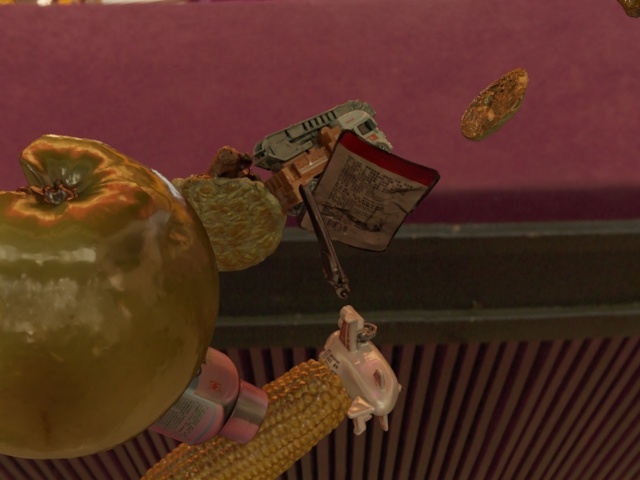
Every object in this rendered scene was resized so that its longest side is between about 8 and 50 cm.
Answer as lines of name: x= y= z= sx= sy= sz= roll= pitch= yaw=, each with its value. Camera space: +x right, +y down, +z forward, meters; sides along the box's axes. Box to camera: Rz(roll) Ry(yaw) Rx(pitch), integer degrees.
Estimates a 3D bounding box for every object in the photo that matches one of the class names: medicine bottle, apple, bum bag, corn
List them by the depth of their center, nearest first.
apple: x=-0.221 y=0.059 z=0.679 sx=0.234 sy=0.257 sz=0.295 roll=28 pitch=42 yaw=18
bum bag: x=0.000 y=0.000 z=0.955 sx=0.026 sy=0.109 sz=0.159 roll=-21 pitch=92 yaw=-3
medicine bottle: x=-0.170 y=0.202 z=0.967 sx=0.188 sy=0.094 sz=0.119 roll=29 pitch=22 yaw=-21
corn: x=-0.125 y=0.337 z=1.142 sx=0.387 sy=0.144 sz=0.144 roll=-35 pitch=58 yaw=-8

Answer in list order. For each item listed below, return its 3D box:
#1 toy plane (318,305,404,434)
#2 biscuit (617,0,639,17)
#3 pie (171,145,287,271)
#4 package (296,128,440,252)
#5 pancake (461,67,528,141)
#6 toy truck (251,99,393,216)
toy plane: x=0.068 y=0.245 z=1.334 sx=0.118 sy=0.252 sz=0.252 roll=-12 pitch=53 yaw=-14
biscuit: x=0.449 y=-0.280 z=0.827 sx=0.174 sy=0.039 sz=0.183 roll=-32 pitch=78 yaw=5
pie: x=-0.207 y=-0.047 z=1.544 sx=0.275 sy=0.257 sz=0.105 roll=-28 pitch=22 yaw=25
package: x=0.065 y=-0.060 z=1.076 sx=0.154 sy=0.239 sz=0.030 roll=22 pitch=57 yaw=-6
pancake: x=0.200 y=-0.155 z=0.836 sx=0.017 sy=0.108 sz=0.108 roll=34 pitch=52 yaw=-17
toy truck: x=0.015 y=-0.201 z=1.624 sx=0.338 sy=0.133 sz=0.184 roll=-33 pitch=95 yaw=-30
